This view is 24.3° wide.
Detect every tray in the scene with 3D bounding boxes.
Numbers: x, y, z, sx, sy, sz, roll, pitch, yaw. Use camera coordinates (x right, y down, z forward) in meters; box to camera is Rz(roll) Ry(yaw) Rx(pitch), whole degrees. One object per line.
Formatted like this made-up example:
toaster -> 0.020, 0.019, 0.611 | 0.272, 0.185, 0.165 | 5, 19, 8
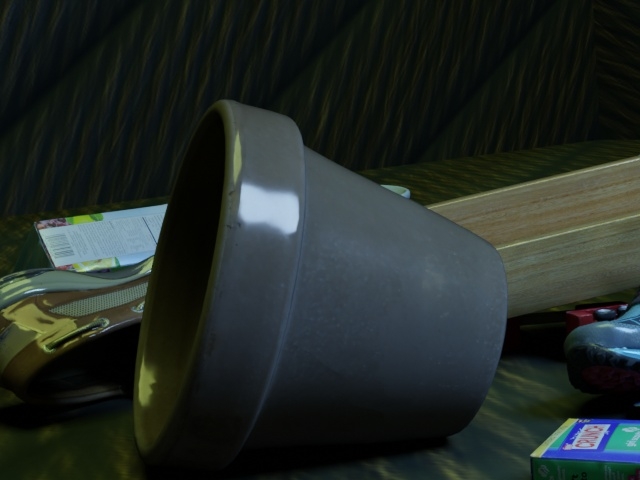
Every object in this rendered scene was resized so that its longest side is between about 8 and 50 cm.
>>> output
tray -> 0.244, -0.006, 1.399 | 0.410, 0.076, 0.203 | -12, 15, -3

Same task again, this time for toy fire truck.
toy fire truck -> 0.250, 0.076, 1.367 | 0.192, 0.047, 0.135 | -7, 8, -17

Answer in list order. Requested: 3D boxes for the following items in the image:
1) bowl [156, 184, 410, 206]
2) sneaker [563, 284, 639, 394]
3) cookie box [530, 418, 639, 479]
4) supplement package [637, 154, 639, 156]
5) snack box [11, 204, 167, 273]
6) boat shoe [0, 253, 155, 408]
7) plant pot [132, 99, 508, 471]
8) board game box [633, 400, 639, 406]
bowl -> -0.041, 0.018, 1.670 | 0.297, 0.134, 0.298 | -5, 7, 1
sneaker -> 0.280, 0.050, 1.191 | 0.261, 0.125, 0.104 | -7, -11, -40
cookie box -> 0.193, 0.140, 0.912 | 0.107, 0.040, 0.092 | -2, 8, 25
supplement package -> 0.484, -0.077, 1.649 | 0.244, 0.139, 0.134 | -29, 11, 24
snack box -> -0.196, 0.045, 1.437 | 0.207, 0.070, 0.174 | -11, -31, -36
boat shoe -> -0.153, 0.089, 1.327 | 0.324, 0.123, 0.120 | -10, 40, -34
plant pot -> 0.004, 0.051, 1.072 | 0.229, 0.263, 0.263 | 13, 3, -14
board game box -> 0.313, 0.110, 1.077 | 0.168, 0.033, 0.133 | -19, -6, 17
